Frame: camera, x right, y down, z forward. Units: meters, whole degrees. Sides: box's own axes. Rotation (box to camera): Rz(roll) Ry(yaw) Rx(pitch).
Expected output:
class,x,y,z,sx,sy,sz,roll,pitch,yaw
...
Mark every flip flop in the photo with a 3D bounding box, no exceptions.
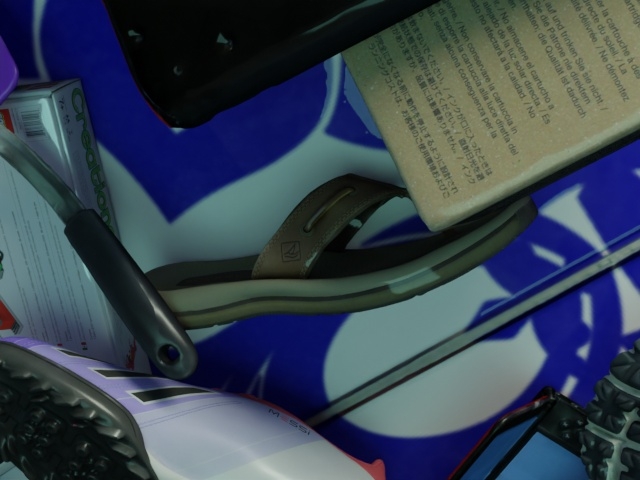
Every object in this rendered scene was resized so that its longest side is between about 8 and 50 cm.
class,x,y,z,sx,sy,sz,roll,pitch,yaw
flip flop,0.000,0.000,0.600,0.277,0.112,0.080,-9,97,20

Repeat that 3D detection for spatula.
class,x,y,z,sx,sy,sz,roll,pitch,yaw
spatula,-0.172,-0.032,0.584,0.084,0.030,0.296,-39,92,13

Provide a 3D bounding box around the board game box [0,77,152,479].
class,x,y,z,sx,sy,sz,roll,pitch,yaw
board game box,-0.239,0.043,0.684,0.193,0.053,0.305,-4,111,12

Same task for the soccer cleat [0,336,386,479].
class,x,y,z,sx,sy,sz,roll,pitch,yaw
soccer cleat,-0.093,0.145,0.650,0.318,0.116,0.108,29,127,-6

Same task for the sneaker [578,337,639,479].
class,x,y,z,sx,sy,sz,roll,pitch,yaw
sneaker,0.238,0.161,0.610,0.122,0.110,0.283,-3,125,-33

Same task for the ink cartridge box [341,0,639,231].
class,x,y,z,sx,sy,sz,roll,pitch,yaw
ink cartridge box,0.097,-0.150,0.480,0.193,0.088,0.235,-27,83,19

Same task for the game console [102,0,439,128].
class,x,y,z,sx,sy,sz,roll,pitch,yaw
game console,0.018,-0.280,0.437,0.386,0.060,0.342,-24,87,22

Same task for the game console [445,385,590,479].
class,x,y,z,sx,sy,sz,roll,pitch,yaw
game console,0.138,0.183,0.648,0.124,0.085,0.144,32,115,-3
